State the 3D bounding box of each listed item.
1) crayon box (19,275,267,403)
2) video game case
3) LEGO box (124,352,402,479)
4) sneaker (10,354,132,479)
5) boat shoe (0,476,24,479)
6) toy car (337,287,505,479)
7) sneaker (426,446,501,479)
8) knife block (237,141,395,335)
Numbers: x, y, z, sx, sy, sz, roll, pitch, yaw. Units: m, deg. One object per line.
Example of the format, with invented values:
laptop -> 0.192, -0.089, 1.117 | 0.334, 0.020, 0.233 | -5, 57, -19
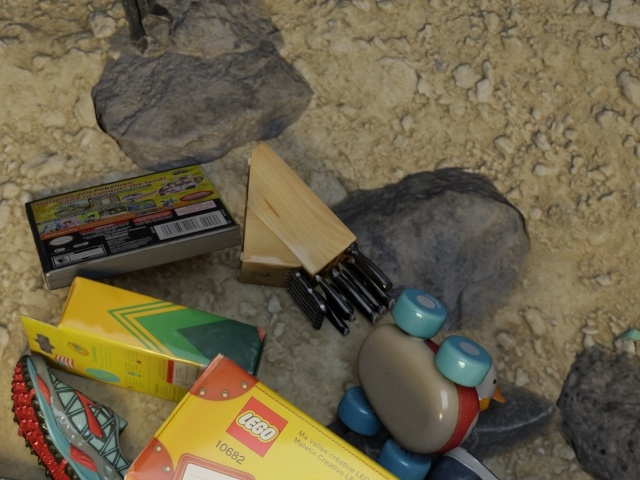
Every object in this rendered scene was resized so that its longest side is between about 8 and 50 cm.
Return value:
crayon box -> -0.242, 0.147, 1.659 | 0.319, 0.202, 0.081 | 16, 65, -2
video game case -> -0.275, -0.026, 1.740 | 0.275, 0.035, 0.248 | -14, 29, -14
LEGO box -> 0.009, 0.406, 1.491 | 0.500, 0.372, 0.193 | 34, 66, 7
sneaker -> -0.335, 0.266, 1.668 | 0.125, 0.104, 0.261 | -18, 67, -40
boat shoe -> -0.490, 0.323, 1.604 | 0.255, 0.095, 0.079 | 16, 67, -3
toy car -> 0.189, 0.210, 1.714 | 0.238, 0.219, 0.210 | 6, 30, -39
sneaker -> 0.223, 0.411, 1.668 | 0.226, 0.086, 0.163 | 35, 55, 18
knife block -> 0.000, 0.000, 1.823 | 0.242, 0.088, 0.275 | 6, 66, -7
